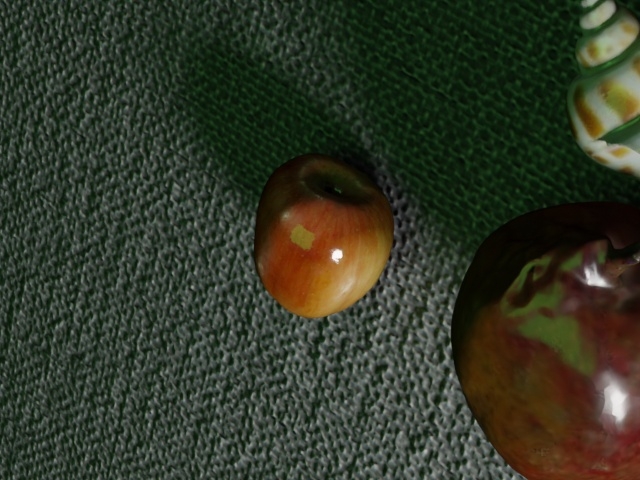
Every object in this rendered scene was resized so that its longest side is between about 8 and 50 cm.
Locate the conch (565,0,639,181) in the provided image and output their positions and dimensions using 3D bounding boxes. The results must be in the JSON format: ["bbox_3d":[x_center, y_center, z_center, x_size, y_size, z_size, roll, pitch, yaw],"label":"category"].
[{"bbox_3d":[0.338,-0.128,1.676,0.148,0.275,0.183,-58,17,-6],"label":"conch"}]

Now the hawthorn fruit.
[{"bbox_3d":[0.270,0.106,1.710,0.308,0.325,0.308,-13,67,33],"label":"hawthorn fruit"}]

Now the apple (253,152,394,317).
[{"bbox_3d":[0.000,0.000,2.023,0.199,0.199,0.199,12,110,38],"label":"apple"}]
